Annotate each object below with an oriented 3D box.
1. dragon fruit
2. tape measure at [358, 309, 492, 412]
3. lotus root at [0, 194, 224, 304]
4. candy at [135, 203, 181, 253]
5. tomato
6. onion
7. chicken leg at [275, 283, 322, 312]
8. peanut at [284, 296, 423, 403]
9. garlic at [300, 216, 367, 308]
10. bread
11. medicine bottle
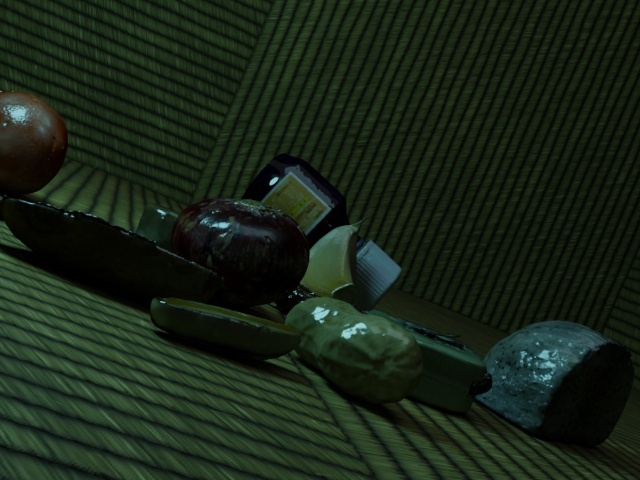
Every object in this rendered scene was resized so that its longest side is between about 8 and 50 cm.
[{"bbox_3d":[0.421,0.240,1.594,0.283,0.203,0.221,21,2,-43],"label":"dragon fruit"},{"bbox_3d":[0.168,0.190,1.439,0.207,0.115,0.235,20,3,-11],"label":"tape measure"},{"bbox_3d":[-0.302,0.030,1.213,0.330,0.078,0.167,21,-20,-7],"label":"lotus root"},{"bbox_3d":[-0.261,0.004,1.733,0.102,0.104,0.234,18,-2,40],"label":"candy"},{"bbox_3d":[-0.602,-0.192,1.739,0.185,0.208,0.208,27,1,-15],"label":"tomato"},{"bbox_3d":[-0.136,0.023,1.489,0.247,0.190,0.246,7,15,-2],"label":"onion"},{"bbox_3d":[-0.015,0.132,1.683,0.234,0.063,0.105,26,8,23],"label":"chicken leg"},{"bbox_3d":[0.035,0.145,1.216,0.124,0.123,0.257,21,1,-39],"label":"peanut"},{"bbox_3d":[0.035,0.069,1.841,0.145,0.164,0.244,31,43,-21],"label":"garlic"},{"bbox_3d":[-0.120,0.117,1.112,0.214,0.053,0.073,18,0,-30],"label":"bread"},{"bbox_3d":[0.000,0.000,2.025,0.395,0.242,0.242,41,5,6],"label":"medicine bottle"}]
